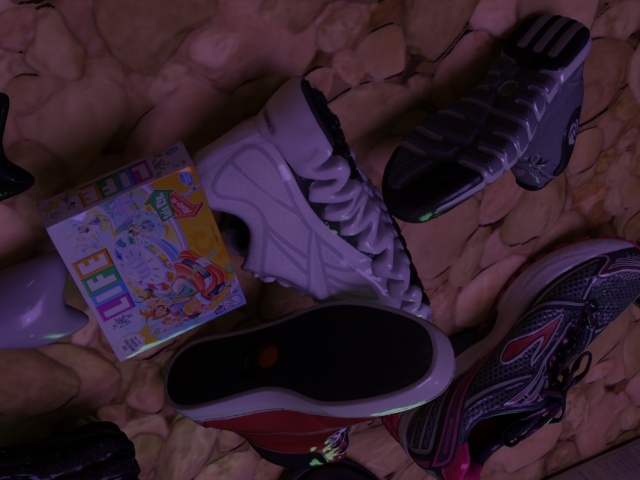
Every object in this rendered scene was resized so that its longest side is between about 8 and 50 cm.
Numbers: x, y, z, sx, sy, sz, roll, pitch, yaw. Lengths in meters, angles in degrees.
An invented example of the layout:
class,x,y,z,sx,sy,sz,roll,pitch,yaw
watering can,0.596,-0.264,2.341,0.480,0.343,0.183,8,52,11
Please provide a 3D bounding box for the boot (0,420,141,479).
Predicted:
class,x,y,z,sx,sy,sz,roll,pitch,yaw
boot,-0.281,0.301,0.917,0.260,0.131,0.348,-2,123,-37

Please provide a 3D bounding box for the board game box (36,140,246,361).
class,x,y,z,sx,sy,sz,roll,pitch,yaw
board game box,-0.119,0.011,0.830,0.103,0.026,0.154,-25,140,-7

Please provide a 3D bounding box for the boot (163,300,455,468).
class,x,y,z,sx,sy,sz,roll,pitch,yaw
boot,0.021,0.129,0.968,0.244,0.088,0.176,-11,146,31

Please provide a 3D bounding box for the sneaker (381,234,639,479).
class,x,y,z,sx,sy,sz,roll,pitch,yaw
sneaker,0.204,0.116,1.137,0.299,0.112,0.121,-41,135,-5

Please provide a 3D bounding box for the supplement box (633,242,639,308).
class,x,y,z,sx,sy,sz,roll,pitch,yaw
supplement box,0.362,0.044,1.214,0.083,0.083,0.056,-5,123,-33

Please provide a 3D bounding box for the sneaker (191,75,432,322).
class,x,y,z,sx,sy,sz,roll,pitch,yaw
sneaker,0.000,0.000,0.933,0.118,0.110,0.292,-28,135,7

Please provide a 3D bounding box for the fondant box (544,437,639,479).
class,x,y,z,sx,sy,sz,roll,pitch,yaw
fondant box,0.261,0.390,1.382,0.330,0.096,0.238,-18,129,-25

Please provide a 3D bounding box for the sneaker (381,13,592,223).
class,x,y,z,sx,sy,sz,roll,pitch,yaw
sneaker,0.148,-0.066,0.972,0.228,0.086,0.132,-44,142,-18

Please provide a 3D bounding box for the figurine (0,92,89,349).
class,x,y,z,sx,sy,sz,roll,pitch,yaw
figurine,-0.263,0.030,0.774,0.209,0.092,0.215,-30,134,-19

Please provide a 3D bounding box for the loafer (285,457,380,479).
class,x,y,z,sx,sy,sz,roll,pitch,yaw
loafer,0.053,0.322,1.187,0.109,0.095,0.302,-35,134,-9
